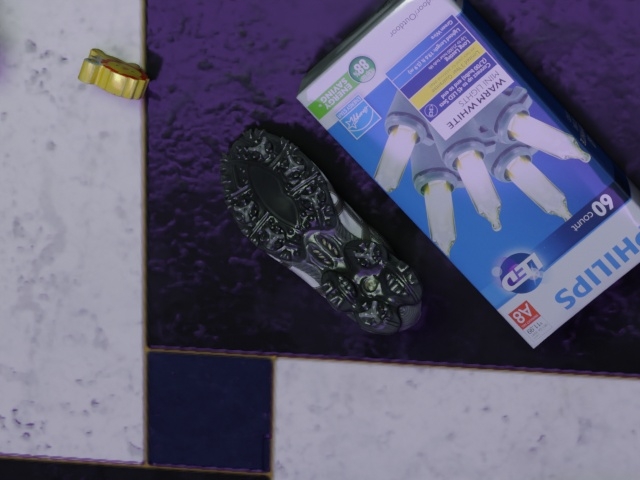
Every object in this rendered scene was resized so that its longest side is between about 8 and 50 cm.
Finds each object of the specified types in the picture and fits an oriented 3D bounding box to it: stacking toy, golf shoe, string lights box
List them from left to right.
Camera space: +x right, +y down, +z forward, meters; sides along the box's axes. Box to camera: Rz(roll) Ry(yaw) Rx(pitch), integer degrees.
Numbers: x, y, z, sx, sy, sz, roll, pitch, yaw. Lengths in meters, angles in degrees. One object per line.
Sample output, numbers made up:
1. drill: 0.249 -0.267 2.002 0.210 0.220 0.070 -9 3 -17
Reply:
1. stacking toy: -0.209 -0.218 1.290 0.221 0.052 0.167 21 109 -1
2. golf shoe: 0.000 0.000 1.333 0.077 0.094 0.198 -42 74 3
3. string lights box: 0.120 -0.063 1.296 0.133 0.077 0.259 -41 100 15
